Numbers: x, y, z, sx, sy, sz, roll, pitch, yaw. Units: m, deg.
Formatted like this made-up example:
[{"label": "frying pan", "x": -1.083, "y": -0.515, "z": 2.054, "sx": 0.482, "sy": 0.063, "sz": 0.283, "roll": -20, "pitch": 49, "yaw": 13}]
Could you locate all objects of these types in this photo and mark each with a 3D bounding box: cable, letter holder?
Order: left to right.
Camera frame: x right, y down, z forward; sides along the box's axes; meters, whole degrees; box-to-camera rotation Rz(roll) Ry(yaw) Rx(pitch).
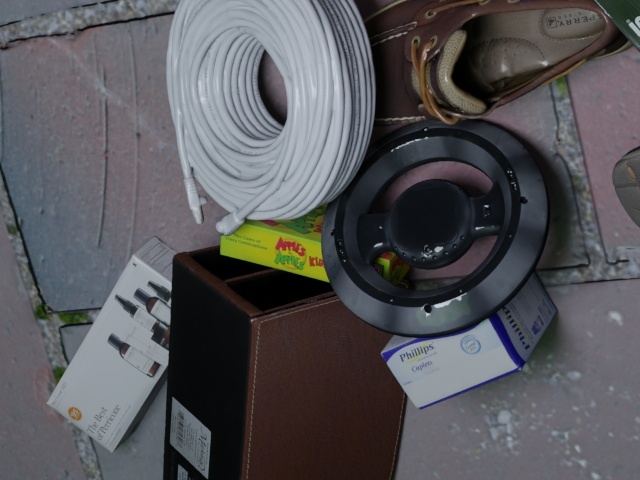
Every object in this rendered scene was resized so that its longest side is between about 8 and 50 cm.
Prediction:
[{"label": "cable", "x": -0.048, "y": -0.147, "z": 1.798, "sx": 0.257, "sy": 0.089, "sz": 0.257, "roll": -17, "pitch": 86, "yaw": 49}, {"label": "letter holder", "x": -0.034, "y": 0.157, "z": 1.956, "sx": 0.152, "sy": 0.214, "sz": 0.302, "roll": 35, "pitch": 129, "yaw": 46}]

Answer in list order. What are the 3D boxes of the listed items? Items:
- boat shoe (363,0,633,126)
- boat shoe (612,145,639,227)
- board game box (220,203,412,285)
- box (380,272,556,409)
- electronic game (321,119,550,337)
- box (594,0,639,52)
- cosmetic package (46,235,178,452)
[{"label": "boat shoe", "x": 0.132, "y": -0.171, "z": 1.733, "sx": 0.342, "sy": 0.123, "sz": 0.123, "roll": -11, "pitch": 107, "yaw": 29}, {"label": "boat shoe", "x": 0.428, "y": -0.061, "z": 1.648, "sx": 0.355, "sy": 0.130, "sz": 0.132, "roll": 0, "pitch": 121, "yaw": 44}, {"label": "board game box", "x": 0.000, "y": 0.000, "z": 1.888, "sx": 0.181, "sy": 0.092, "sz": 0.043, "roll": 15, "pitch": 118, "yaw": 18}, {"label": "box", "x": 0.148, "y": 0.090, "z": 1.832, "sx": 0.126, "sy": 0.137, "sz": 0.072, "roll": -25, "pitch": 101, "yaw": 31}, {"label": "electronic game", "x": 0.108, "y": -0.015, "z": 1.785, "sx": 0.229, "sy": 0.048, "sz": 0.229, "roll": -10, "pitch": 63, "yaw": 20}, {"label": "box", "x": 0.307, "y": -0.255, "z": 1.571, "sx": 0.184, "sy": 0.045, "sz": 0.190, "roll": -41, "pitch": 92, "yaw": 10}, {"label": "cosmetic package", "x": -0.207, "y": 0.117, "z": 2.054, "sx": 0.099, "sy": 0.060, "sz": 0.239, "roll": 37, "pitch": 122, "yaw": 7}]
